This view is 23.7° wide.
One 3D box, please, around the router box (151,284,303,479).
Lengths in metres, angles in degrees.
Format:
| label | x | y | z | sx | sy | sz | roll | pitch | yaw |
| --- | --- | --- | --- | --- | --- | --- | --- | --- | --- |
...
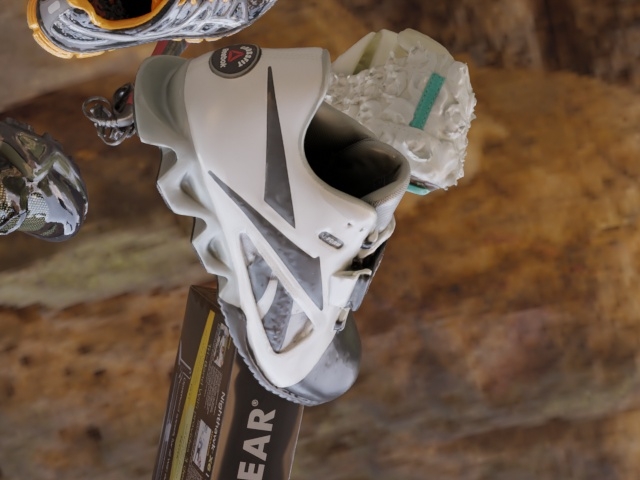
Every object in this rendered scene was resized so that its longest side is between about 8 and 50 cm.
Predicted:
| label | x | y | z | sx | sy | sz | roll | pitch | yaw |
| --- | --- | --- | --- | --- | --- | --- | --- | --- | --- |
| router box | -0.100 | 0.215 | 1.524 | 0.081 | 0.308 | 0.243 | 10 | -175 | -17 |

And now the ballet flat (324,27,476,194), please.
| label | x | y | z | sx | sy | sz | roll | pitch | yaw |
| --- | --- | --- | --- | --- | --- | --- | --- | --- | --- |
| ballet flat | 0.068 | -0.129 | 1.411 | 0.147 | 0.147 | 0.409 | -18 | -169 | -7 |

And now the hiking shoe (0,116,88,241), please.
| label | x | y | z | sx | sy | sz | roll | pitch | yaw |
| --- | --- | --- | --- | --- | --- | --- | --- | --- | --- |
| hiking shoe | -0.209 | -0.015 | 0.764 | 0.086 | 0.114 | 0.227 | 2 | 169 | 35 |

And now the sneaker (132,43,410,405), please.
| label | x | y | z | sx | sy | sz | roll | pitch | yaw |
| --- | --- | --- | --- | --- | --- | --- | --- | --- | --- |
| sneaker | 0.000 | 0.000 | 1.043 | 0.146 | 0.330 | 0.122 | -10 | -131 | 14 |

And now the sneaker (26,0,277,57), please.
| label | x | y | z | sx | sy | sz | roll | pitch | yaw |
| --- | --- | --- | --- | --- | --- | --- | --- | --- | --- |
| sneaker | -0.106 | -0.187 | 1.125 | 0.215 | 0.084 | 0.083 | -22 | -178 | -21 |

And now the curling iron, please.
| label | x | y | z | sx | sy | sz | roll | pitch | yaw |
| --- | --- | --- | --- | --- | --- | --- | --- | --- | --- |
| curling iron | -0.143 | -0.202 | 1.433 | 0.068 | 0.035 | 0.274 | 7 | -121 | 36 |
